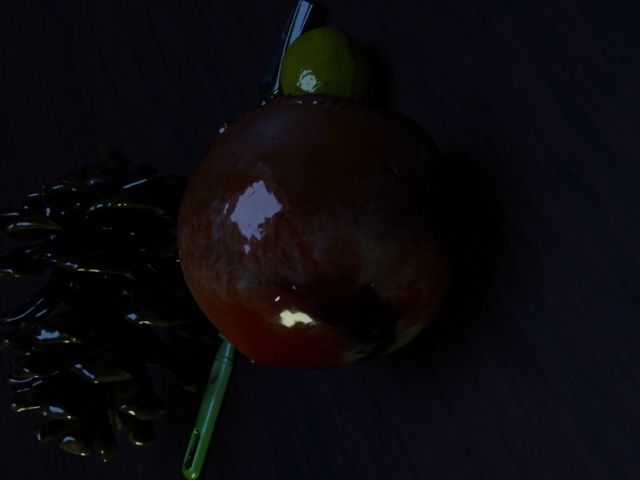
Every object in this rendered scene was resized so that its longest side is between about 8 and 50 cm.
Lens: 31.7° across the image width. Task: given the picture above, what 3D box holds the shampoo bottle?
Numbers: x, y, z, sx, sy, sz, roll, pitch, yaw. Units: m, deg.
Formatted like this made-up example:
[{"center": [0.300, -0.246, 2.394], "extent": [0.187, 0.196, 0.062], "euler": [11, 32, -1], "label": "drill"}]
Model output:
[{"center": [-0.036, -0.168, 1.094], "extent": [0.137, 0.027, 0.048], "euler": [-66, 22, 14], "label": "shampoo bottle"}]

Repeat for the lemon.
[{"center": [0.006, -0.141, 0.979], "extent": [0.082, 0.082, 0.110], "euler": [-45, 44, 37], "label": "lemon"}]

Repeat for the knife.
[{"center": [-0.091, 0.132, 1.079], "extent": [0.054, 0.015, 0.212], "euler": [22, 96, 48], "label": "knife"}]

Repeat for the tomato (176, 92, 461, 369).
[{"center": [0.000, 0.000, 0.829], "extent": [0.208, 0.208, 0.184], "euler": [-32, 56, 46], "label": "tomato"}]

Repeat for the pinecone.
[{"center": [-0.200, 0.054, 1.070], "extent": [0.244, 0.244, 0.309], "euler": [-12, 77, 53], "label": "pinecone"}]
